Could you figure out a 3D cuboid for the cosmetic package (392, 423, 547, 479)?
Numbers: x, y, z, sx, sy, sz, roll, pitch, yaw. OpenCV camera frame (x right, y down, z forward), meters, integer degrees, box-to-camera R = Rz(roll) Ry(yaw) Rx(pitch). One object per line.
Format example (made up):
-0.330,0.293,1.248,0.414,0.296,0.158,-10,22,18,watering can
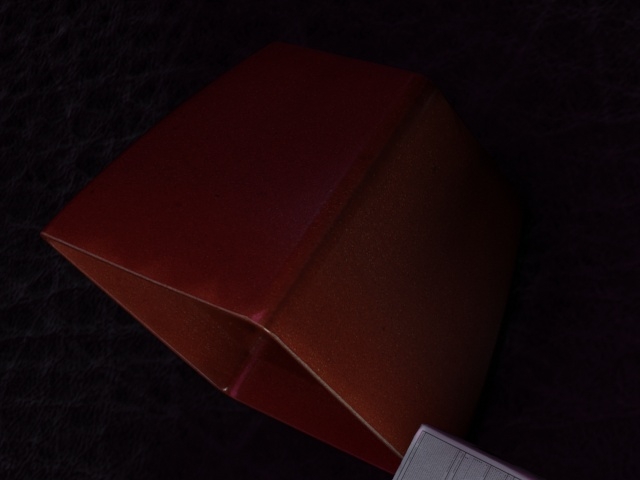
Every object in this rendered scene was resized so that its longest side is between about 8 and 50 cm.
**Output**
0.150,0.190,1.006,0.099,0.239,0.060,25,85,44,cosmetic package

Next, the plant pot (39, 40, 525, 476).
0.000,0.000,1.231,0.267,0.267,0.235,19,70,44,plant pot
